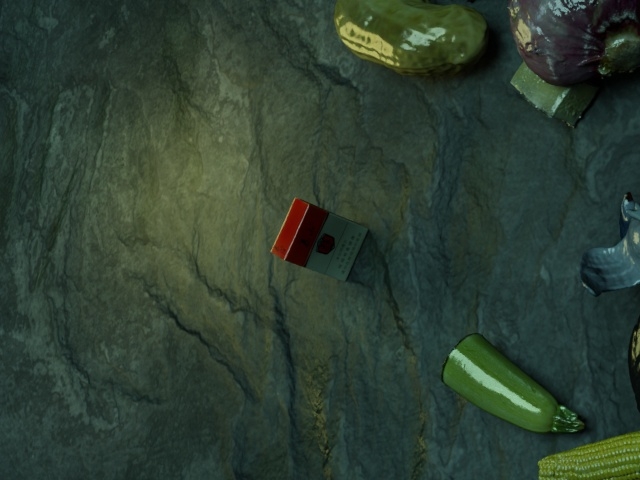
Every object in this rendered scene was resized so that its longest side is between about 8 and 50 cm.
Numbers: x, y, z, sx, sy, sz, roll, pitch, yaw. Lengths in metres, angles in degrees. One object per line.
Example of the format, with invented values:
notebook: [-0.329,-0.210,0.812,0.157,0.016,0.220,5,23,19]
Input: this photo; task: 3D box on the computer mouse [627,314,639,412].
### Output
computer mouse: [0.448,0.161,1.606,0.122,0.073,0.217,-31,58,39]

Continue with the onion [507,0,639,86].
onion: [0.373,-0.398,1.834,0.267,0.159,0.349,-29,46,24]

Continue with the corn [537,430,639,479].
corn: [0.380,0.297,1.695,0.206,0.067,0.067,-22,62,37]

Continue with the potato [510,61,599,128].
potato: [0.347,-0.230,1.914,0.086,0.061,0.122,-57,46,15]

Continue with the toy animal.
toy animal: [0.447,0.014,1.675,0.239,0.176,0.255,-12,53,2]

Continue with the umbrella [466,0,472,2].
umbrella: [0.269,-0.412,2.074,0.083,0.031,0.020,-27,91,36]

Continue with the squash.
squash: [0.282,0.217,1.810,0.224,0.094,0.094,30,96,38]

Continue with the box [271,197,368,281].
box: [0.000,0.000,2.090,0.048,0.152,0.100,24,93,43]

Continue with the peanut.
peanut: [0.146,-0.345,2.088,0.305,0.147,0.147,31,98,44]
